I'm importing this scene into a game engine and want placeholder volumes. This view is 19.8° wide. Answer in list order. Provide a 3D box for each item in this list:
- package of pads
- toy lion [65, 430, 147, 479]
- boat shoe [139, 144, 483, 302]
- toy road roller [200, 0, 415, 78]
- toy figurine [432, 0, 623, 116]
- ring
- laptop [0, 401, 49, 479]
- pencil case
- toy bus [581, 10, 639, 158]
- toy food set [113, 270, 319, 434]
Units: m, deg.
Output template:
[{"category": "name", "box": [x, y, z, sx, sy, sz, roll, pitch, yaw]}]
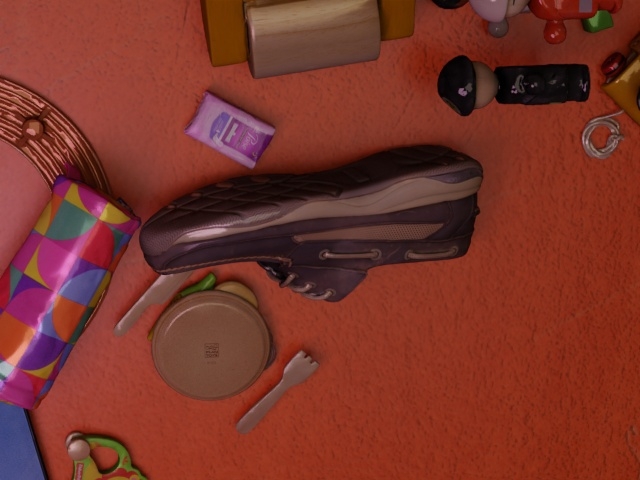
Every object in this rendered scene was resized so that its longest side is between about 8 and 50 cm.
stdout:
[{"category": "package of pads", "box": [-0.092, -0.112, 1.853, 0.083, 0.032, 0.050, 28, 99, -11]}, {"category": "toy lion", "box": [-0.222, 0.253, 1.907, 0.096, 0.034, 0.100, 6, 99, -15]}, {"category": "boat shoe", "box": [0.000, 0.000, 1.824, 0.355, 0.132, 0.130, -11, 107, -12]}, {"category": "toy road roller", "box": [-0.029, -0.342, 1.761, 0.202, 0.240, 0.329, -9, 139, -6]}, {"category": "toy figurine", "box": [0.184, -0.244, 1.765, 0.148, 0.213, 0.209, -3, 56, -10]}, {"category": "ring", "box": [-0.372, -0.005, 1.839, 0.337, 0.032, 0.336, -1, 101, -6]}, {"category": "laptop", "box": [-0.463, 0.331, 1.771, 0.236, 0.408, 0.382, -5, 109, 26]}, {"category": "pencil case", "box": [-0.266, 0.048, 1.793, 0.104, 0.104, 0.236, 29, 88, -11]}, {"category": "toy bus", "box": [0.369, -0.182, 1.861, 0.191, 0.104, 0.202, -4, 101, -6]}, {"category": "toy food set", "box": [-0.110, 0.104, 1.893, 0.192, 0.038, 0.132, 42, 100, -18]}]
